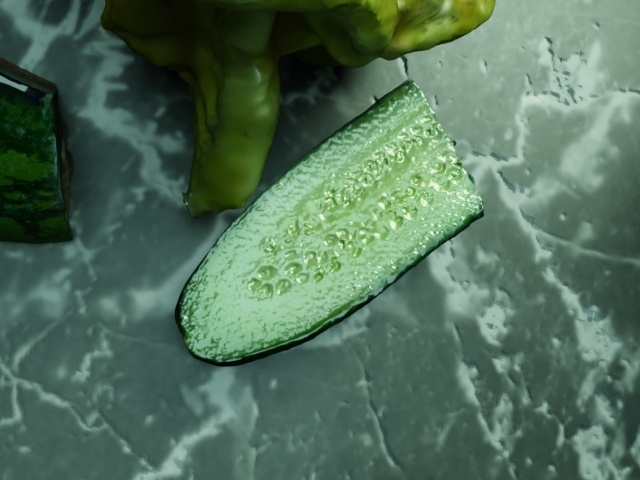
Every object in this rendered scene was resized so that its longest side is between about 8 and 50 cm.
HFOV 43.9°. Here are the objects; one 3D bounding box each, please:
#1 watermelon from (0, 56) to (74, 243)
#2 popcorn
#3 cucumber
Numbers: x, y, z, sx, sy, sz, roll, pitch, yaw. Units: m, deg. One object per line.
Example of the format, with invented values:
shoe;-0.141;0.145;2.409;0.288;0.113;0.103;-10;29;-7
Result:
watermelon;-0.252;-0.092;0.504;0.231;0.146;0.128;28;77;-7
popcorn;-0.024;-0.200;0.481;0.289;0.326;0.321;-20;101;16
cucumber;0.000;0.000;0.575;0.243;0.063;0.115;-35;83;-13
